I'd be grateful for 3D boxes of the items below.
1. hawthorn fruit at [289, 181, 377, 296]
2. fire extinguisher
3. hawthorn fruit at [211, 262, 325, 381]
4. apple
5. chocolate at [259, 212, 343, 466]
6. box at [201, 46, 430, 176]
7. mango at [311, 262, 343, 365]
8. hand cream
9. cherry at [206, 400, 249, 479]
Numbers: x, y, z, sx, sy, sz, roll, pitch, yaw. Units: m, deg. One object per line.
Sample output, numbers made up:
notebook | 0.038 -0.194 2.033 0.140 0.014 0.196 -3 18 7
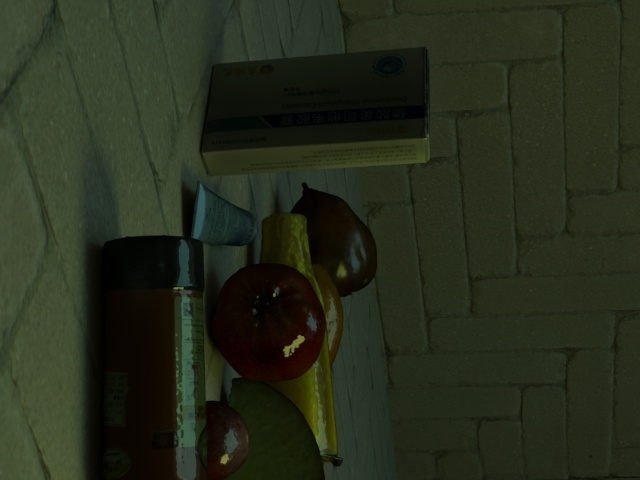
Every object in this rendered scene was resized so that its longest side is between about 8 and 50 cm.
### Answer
hawthorn fruit | 0.000 0.000 2.311 0.208 0.208 0.248 -5 75 -81
fire extinguisher | -0.175 0.191 1.270 0.200 0.113 0.376 51 37 -77
hawthorn fruit | -0.073 0.136 1.763 0.200 0.179 0.179 67 22 -61
apple | -0.091 0.390 1.730 0.179 0.254 0.346 29 47 -31
chocolate | -0.046 0.171 1.990 0.162 0.162 0.445 62 25 -70
box | -0.003 -0.199 1.772 0.065 0.343 0.200 76 14 -51
mango | -0.037 0.164 2.121 0.126 0.154 0.252 85 18 -81
hand cream | -0.150 -0.030 1.732 0.271 0.058 0.091 19 80 -77
cherry | -0.156 0.255 1.490 0.225 0.090 0.107 43 51 -64
